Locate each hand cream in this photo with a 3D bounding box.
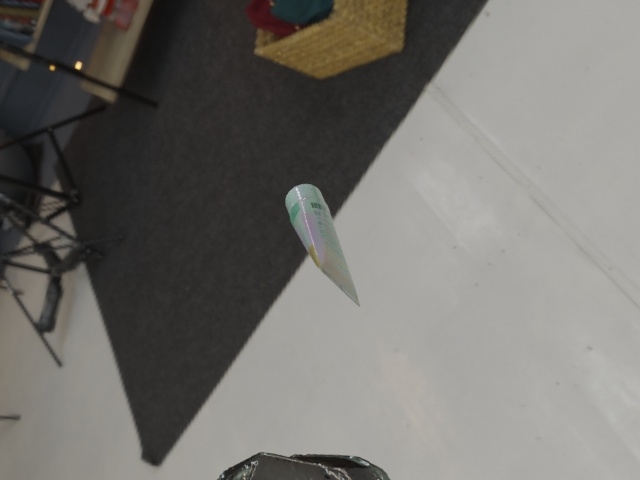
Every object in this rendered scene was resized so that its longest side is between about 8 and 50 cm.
[{"bbox_3d":[0.000,0.000,0.995,0.047,0.076,0.174,-38,40,12],"label":"hand cream"}]

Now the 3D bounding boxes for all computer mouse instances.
[{"bbox_3d":[-0.017,0.268,0.876,0.062,0.192,0.105,89,-177,-81],"label":"computer mouse"}]
